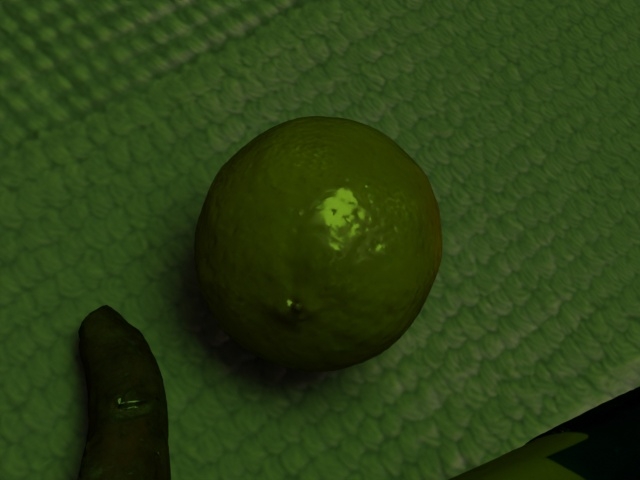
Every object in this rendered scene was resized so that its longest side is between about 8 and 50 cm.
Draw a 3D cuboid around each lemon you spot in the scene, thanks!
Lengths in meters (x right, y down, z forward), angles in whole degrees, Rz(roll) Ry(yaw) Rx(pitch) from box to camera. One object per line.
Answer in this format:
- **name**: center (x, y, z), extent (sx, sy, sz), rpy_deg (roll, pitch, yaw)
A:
- **lemon**: center (0.000, 0.000, 1.316), extent (0.178, 0.178, 0.203), rpy_deg (32, 34, -4)

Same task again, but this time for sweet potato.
- **sweet potato**: center (-0.132, 0.153, 1.196), extent (0.075, 0.075, 0.273), rpy_deg (16, 48, -19)

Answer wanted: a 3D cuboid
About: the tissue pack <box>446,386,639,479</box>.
- **tissue pack**: center (0.096, 0.290, 1.096), extent (0.417, 0.253, 0.264), rpy_deg (-17, 66, -36)
